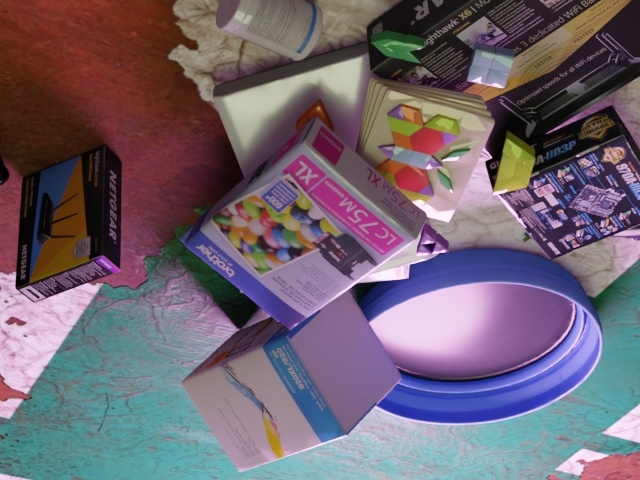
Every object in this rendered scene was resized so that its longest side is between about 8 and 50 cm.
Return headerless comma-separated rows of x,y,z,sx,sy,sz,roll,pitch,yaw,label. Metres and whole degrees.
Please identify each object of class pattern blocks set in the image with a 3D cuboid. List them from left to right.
0.112,-0.105,1.703,0.285,0.026,0.325,4,131,5,pattern blocks set

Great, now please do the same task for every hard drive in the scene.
0.011,-0.084,1.797,0.203,0.040,0.307,-15,122,8,hard drive

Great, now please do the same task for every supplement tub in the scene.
-0.058,-0.255,1.635,0.107,0.071,0.071,20,136,-27,supplement tub

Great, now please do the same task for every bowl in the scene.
0.230,0.150,2.170,0.391,0.077,0.391,-2,141,-2,bowl

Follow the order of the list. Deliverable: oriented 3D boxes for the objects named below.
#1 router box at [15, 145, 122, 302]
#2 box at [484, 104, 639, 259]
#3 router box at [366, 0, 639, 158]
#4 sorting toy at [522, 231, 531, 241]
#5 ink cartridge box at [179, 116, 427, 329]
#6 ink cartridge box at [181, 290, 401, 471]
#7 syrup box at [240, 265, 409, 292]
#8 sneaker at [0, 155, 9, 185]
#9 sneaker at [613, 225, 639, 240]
-0.320,-0.022,1.823,0.133,0.179,0.046,-20,141,18,router box
0.331,-0.068,1.817,0.175,0.051,0.220,-24,146,19,box
0.247,-0.243,1.665,0.309,0.081,0.243,-32,134,31,router box
0.320,-0.021,2.010,0.083,0.012,0.062,-20,144,15,sorting toy
-0.037,-0.003,1.773,0.186,0.065,0.311,40,135,-14,ink cartridge box
-0.044,0.201,2.065,0.233,0.171,0.168,-26,99,39,ink cartridge box
0.000,0.000,1.946,0.237,0.093,0.096,-5,142,2,syrup box
-0.442,-0.072,1.839,0.078,0.067,0.188,10,137,-7,sneaker
0.455,-0.002,1.988,0.226,0.086,0.163,-2,142,0,sneaker
